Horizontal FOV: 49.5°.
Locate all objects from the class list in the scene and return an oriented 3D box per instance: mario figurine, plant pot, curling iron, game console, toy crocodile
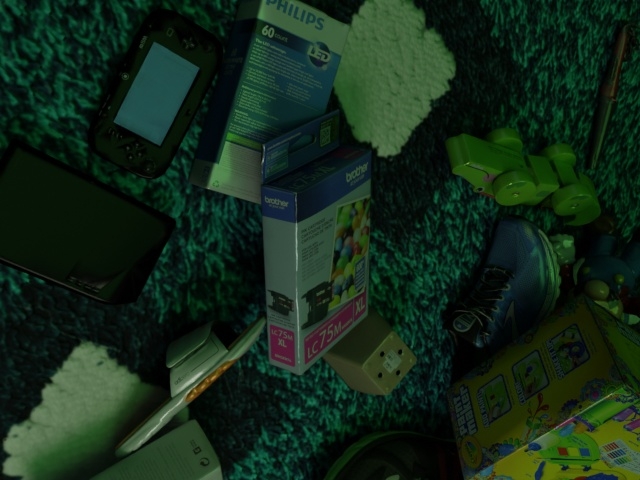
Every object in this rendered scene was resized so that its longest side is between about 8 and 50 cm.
[{"bbox_3d":[0.485,0.064,1.172,0.170,0.198,0.320,49,51,-14],"label":"mario figurine"},{"bbox_3d":[0.078,0.171,1.050,0.109,0.096,0.109,-46,118,-13],"label":"plant pot"},{"bbox_3d":[0.532,-0.262,1.256,0.068,0.035,0.274,12,94,-31],"label":"curling iron"},{"bbox_3d":[-0.247,-0.113,0.836,0.213,0.044,0.361,28,85,-31],"label":"game console"},{"bbox_3d":[0.341,-0.100,1.148,0.340,0.105,0.115,9,54,-30],"label":"toy crocodile"}]

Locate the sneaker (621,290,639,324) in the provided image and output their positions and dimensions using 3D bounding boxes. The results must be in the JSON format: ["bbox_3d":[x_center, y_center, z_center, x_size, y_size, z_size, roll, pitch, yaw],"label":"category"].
[{"bbox_3d":[0.601,0.131,1.343,0.144,0.059,0.053,-23,112,-54],"label":"sneaker"}]

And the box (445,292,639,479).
[{"bbox_3d":[0.399,0.278,1.045,0.290,0.177,0.279,32,121,-25],"label":"box"}]

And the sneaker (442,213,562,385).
[{"bbox_3d":[0.290,0.120,1.143,0.147,0.130,0.330,4,98,-33],"label":"sneaker"}]

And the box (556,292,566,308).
[{"bbox_3d":[0.499,0.163,1.320,0.109,0.042,0.178,-9,105,-29],"label":"box"}]

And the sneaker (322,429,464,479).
[{"bbox_3d":[0.201,0.414,1.108,0.483,0.202,0.185,1,99,-30],"label":"sneaker"}]

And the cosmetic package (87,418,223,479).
[{"bbox_3d":[-0.240,0.338,0.884,0.231,0.085,0.117,-26,148,-22],"label":"cosmetic package"}]

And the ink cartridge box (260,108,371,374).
[{"bbox_3d":[0.000,0.000,0.917,0.186,0.065,0.311,-34,129,-49],"label":"ink cartridge box"}]

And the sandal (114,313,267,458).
[{"bbox_3d":[-0.183,0.173,0.902,0.265,0.102,0.076,-42,88,-3],"label":"sandal"}]

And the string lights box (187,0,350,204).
[{"bbox_3d":[-0.066,-0.179,0.906,0.133,0.077,0.259,16,92,-32],"label":"string lights box"}]
